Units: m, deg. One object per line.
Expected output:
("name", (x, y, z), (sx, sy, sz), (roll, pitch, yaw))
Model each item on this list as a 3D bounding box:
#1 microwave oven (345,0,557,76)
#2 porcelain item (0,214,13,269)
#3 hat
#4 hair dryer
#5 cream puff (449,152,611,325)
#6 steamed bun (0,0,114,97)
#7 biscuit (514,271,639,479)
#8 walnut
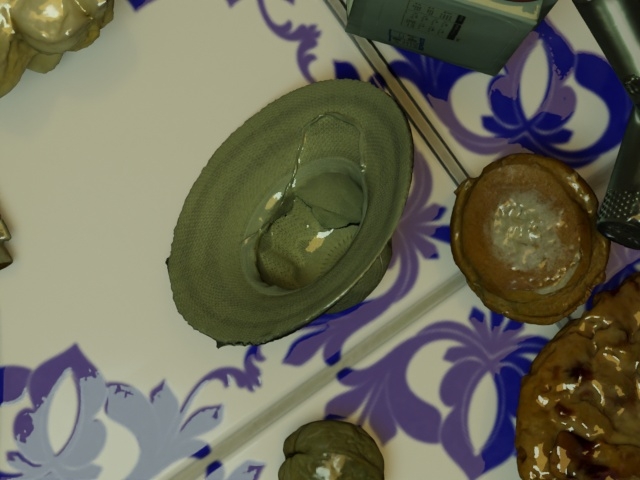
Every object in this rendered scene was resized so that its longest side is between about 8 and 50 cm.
("microwave oven", (0.109, -0.226, 1.164), (0.162, 0.208, 0.122), (16, 85, -1))
("porcelain item", (-0.329, -0.067, 1.213), (0.084, 0.054, 0.213), (-20, 85, -5))
("hat", (0.000, 0.000, 1.183), (0.110, 0.252, 0.252), (40, 83, -40))
("hair dryer", (0.285, -0.186, 1.093), (0.155, 0.284, 0.320), (17, 66, 17))
("cream puff", (0.176, 0.001, 1.199), (0.126, 0.103, 0.144), (-21, 68, 12))
("steamed bun", (-0.284, -0.264, 1.193), (0.295, 0.137, 0.292), (24, 86, 6))
("biscuit", (0.320, 0.151, 1.162), (0.289, 0.081, 0.334), (44, 68, 8))
("walnut", (0.010, 0.190, 1.193), (0.092, 0.092, 0.092), (0, 85, -2))
